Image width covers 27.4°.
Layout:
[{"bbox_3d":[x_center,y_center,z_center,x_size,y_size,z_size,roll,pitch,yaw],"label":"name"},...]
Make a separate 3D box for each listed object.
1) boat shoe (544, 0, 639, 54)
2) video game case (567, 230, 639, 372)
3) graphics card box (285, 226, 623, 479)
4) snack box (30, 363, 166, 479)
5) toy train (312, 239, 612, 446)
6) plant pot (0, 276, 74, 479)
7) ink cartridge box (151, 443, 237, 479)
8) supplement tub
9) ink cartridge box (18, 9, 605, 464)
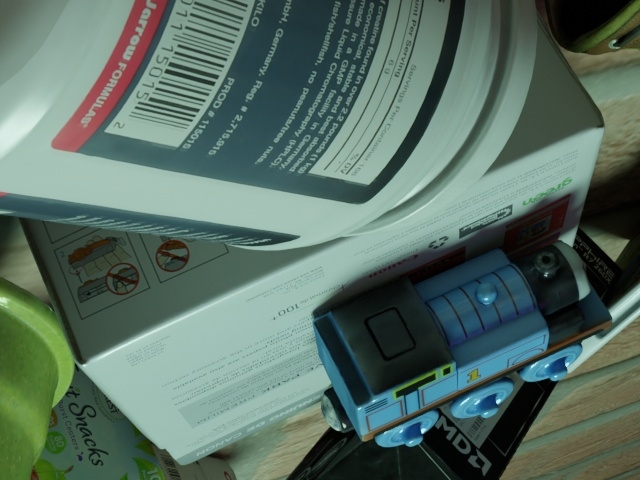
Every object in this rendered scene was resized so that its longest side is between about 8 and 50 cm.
[{"bbox_3d":[0.188,-0.185,0.668,0.105,0.110,0.307,-24,156,-10],"label":"boat shoe"},{"bbox_3d":[0.312,0.002,1.163,0.227,0.026,0.206,-44,176,-48],"label":"video game case"},{"bbox_3d":[0.094,0.134,1.067,0.233,0.094,0.371,-45,180,37],"label":"graphics card box"},{"bbox_3d":[-0.176,0.123,0.883,0.100,0.141,0.037,-11,151,-33],"label":"snack box"},{"bbox_3d":[0.084,0.058,0.777,0.184,0.080,0.105,-23,153,-7],"label":"toy train"},{"bbox_3d":[-0.261,0.176,0.674,0.276,0.253,0.276,-6,150,-4],"label":"plant pot"},{"bbox_3d":[-0.139,0.283,1.228,0.093,0.160,0.219,-31,156,11],"label":"ink cartridge box"},{"bbox_3d":[-0.056,-0.096,0.496,0.191,0.191,0.272,-40,154,27],"label":"supplement tub"},{"bbox_3d":[0.000,0.000,0.830,0.310,0.130,0.272,-24,158,-5],"label":"ink cartridge box"}]
